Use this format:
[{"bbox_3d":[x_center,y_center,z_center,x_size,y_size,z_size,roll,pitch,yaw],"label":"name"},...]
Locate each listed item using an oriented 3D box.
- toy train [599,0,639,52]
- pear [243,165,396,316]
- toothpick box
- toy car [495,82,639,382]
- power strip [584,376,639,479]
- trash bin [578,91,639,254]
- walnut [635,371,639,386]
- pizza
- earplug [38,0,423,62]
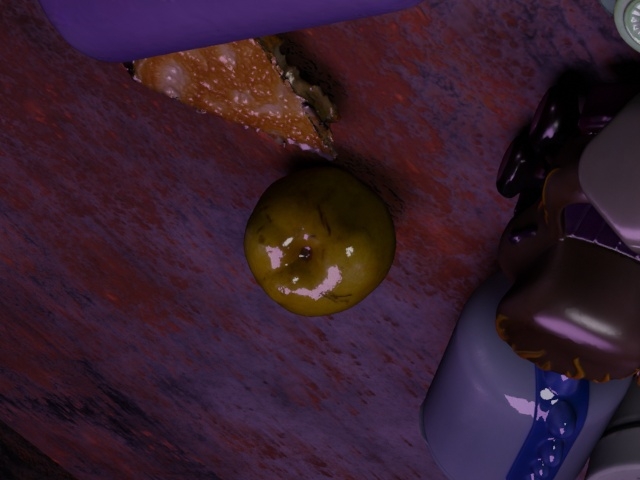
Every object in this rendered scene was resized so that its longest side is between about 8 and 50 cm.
[{"bbox_3d":[0.329,-0.272,1.319,0.272,0.159,0.188,-17,121,49],"label":"toy train"},{"bbox_3d":[0.000,0.000,1.960,0.200,0.200,0.200,18,150,11],"label":"pear"},{"bbox_3d":[0.272,0.184,1.982,0.263,0.263,0.354,21,149,6],"label":"toothpick box"},{"bbox_3d":[0.315,0.001,1.673,0.271,0.240,0.340,22,153,0],"label":"toy car"},{"bbox_3d":[0.546,0.331,2.115,0.358,0.161,0.357,18,150,11],"label":"power strip"},{"bbox_3d":[0.387,-0.063,1.410,0.290,0.182,0.209,3,-174,13],"label":"trash bin"},{"bbox_3d":[0.475,0.152,1.897,0.180,0.144,0.144,-14,135,25],"label":"walnut"},{"bbox_3d":[-0.086,-0.220,1.775,0.288,0.074,0.251,23,151,0],"label":"pizza"},{"bbox_3d":[-0.057,-0.291,1.472,0.456,0.215,0.215,0,143,41],"label":"earplug"}]
